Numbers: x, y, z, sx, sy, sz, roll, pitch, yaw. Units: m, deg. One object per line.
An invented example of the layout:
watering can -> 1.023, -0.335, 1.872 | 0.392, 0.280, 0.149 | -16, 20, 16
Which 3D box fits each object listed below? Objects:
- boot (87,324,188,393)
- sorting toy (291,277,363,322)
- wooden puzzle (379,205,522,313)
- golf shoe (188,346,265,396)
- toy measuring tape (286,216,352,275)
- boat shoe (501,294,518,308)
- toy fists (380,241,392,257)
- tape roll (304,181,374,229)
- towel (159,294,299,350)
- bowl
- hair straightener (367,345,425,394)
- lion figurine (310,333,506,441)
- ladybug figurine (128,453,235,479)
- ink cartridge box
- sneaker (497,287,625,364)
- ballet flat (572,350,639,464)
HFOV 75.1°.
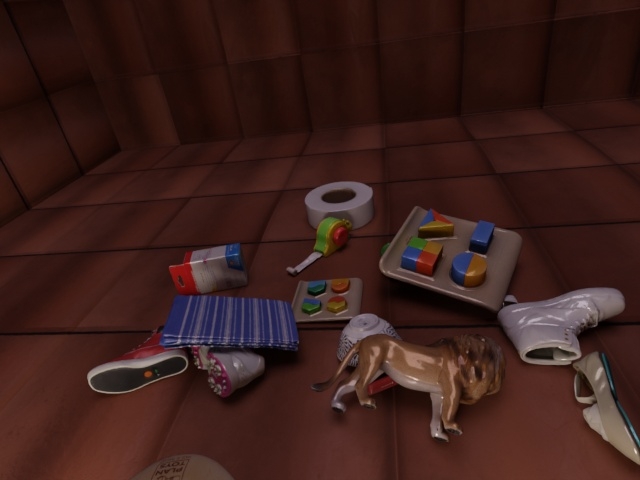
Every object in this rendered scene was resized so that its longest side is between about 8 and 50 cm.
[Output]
boot -> -0.491, 0.309, 1.133 | 0.245, 0.088, 0.176 | -12, 28, -18
sorting toy -> 0.020, 0.173, 1.266 | 0.209, 0.038, 0.193 | -2, 31, 11
wooden puzzle -> 0.392, 0.024, 1.226 | 0.348, 0.080, 0.322 | 21, 49, 23
golf shoe -> -0.259, 0.288, 1.102 | 0.140, 0.115, 0.306 | -11, 28, -34
toy measuring tape -> 0.000, 0.000, 1.493 | 0.121, 0.121, 0.330 | 20, 41, 40
boat shoe -> 0.492, 0.174, 1.144 | 0.100, 0.035, 0.035 | -2, 28, -1
toy fists -> 0.336, 0.045, 1.345 | 0.280, 0.096, 0.142 | -12, 34, -8
tape roll -> 0.082, -0.145, 1.731 | 0.287, 0.100, 0.286 | -7, 30, 4
towel -> -0.235, 0.217, 1.111 | 0.336, 0.040, 0.243 | 5, 18, -13
bowl -> 0.117, 0.237, 1.052 | 0.170, 0.080, 0.170 | -11, 16, 3
hair straightener -> 0.199, 0.290, 1.005 | 0.231, 0.047, 0.089 | -21, 31, -10
lion figurine -> 0.196, 0.275, 0.899 | 0.393, 0.142, 0.240 | 14, 52, 9
ladybug figurine -> -0.228, 0.534, 0.595 | 0.306, 0.161, 0.449 | -9, 31, 1
ink cartridge box -> -0.371, 0.100, 1.401 | 0.231, 0.134, 0.078 | -10, 31, -2
sneaker -> 0.599, 0.214, 0.987 | 0.293, 0.108, 0.169 | -15, 31, 9
ballet flat -> 0.561, 0.329, 0.831 | 0.086, 0.086, 0.248 | 2, 30, 18
